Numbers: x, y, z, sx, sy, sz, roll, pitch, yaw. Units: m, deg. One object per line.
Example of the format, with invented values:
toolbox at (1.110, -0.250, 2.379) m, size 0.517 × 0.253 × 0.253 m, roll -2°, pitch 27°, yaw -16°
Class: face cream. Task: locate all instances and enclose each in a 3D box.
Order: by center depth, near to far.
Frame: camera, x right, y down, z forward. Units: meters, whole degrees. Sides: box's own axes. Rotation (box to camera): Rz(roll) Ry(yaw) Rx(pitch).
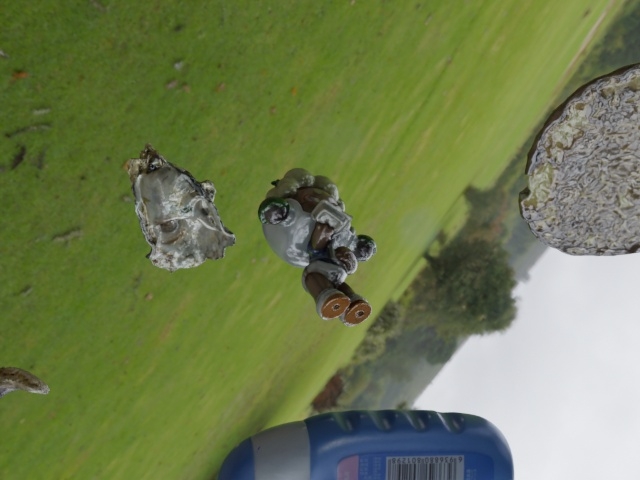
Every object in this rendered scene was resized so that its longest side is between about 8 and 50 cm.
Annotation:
face cream at (0.038, 0.222, 0.636) m, size 0.083 × 0.264 × 0.148 m, roll -129°, pitch -136°, yaw -70°

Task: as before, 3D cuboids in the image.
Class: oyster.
oyster at (-0.159, -0.034, 0.808) m, size 0.053 × 0.109 × 0.165 m, roll -81°, pitch 164°, yaw -49°

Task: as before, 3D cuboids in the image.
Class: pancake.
pancake at (0.251, -0.057, 0.562) m, size 0.021 × 0.199 × 0.199 m, roll -99°, pitch -150°, yaw -48°

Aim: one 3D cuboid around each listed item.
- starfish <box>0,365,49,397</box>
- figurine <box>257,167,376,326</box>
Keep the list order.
starfish at (-0.280, 0.168, 0.474) m, size 0.213 × 0.238 × 0.057 m, roll -52°, pitch 144°, yaw -24°
figurine at (0.001, -0.001, 0.704) m, size 0.147 × 0.197 × 0.093 m, roll 23°, pitch 107°, yaw -35°
